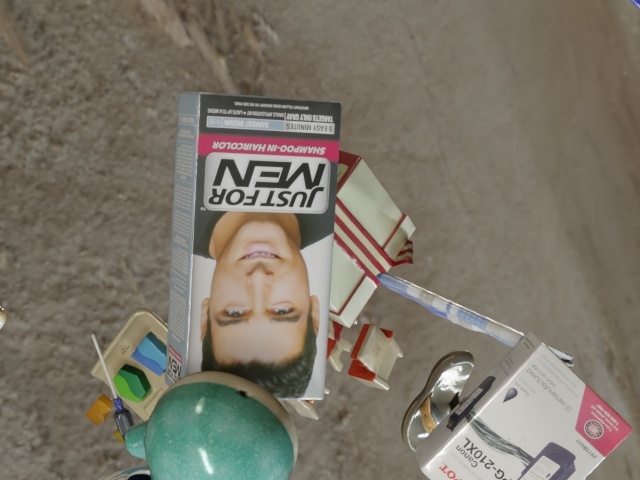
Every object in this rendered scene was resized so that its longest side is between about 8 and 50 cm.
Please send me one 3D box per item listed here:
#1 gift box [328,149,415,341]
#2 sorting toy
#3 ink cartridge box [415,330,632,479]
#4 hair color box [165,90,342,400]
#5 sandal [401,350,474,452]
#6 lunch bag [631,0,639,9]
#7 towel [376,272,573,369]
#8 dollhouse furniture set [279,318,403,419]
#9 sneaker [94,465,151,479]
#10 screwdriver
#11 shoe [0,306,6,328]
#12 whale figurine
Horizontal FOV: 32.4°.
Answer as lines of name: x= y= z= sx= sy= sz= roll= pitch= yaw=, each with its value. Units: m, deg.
gift box: x=0.000 y=0.000 z=1.921 sx=0.255 sy=0.276 sz=0.258 roll=-52 pitch=138 yaw=-11
sorting toy: x=-0.293 y=0.275 z=1.902 sx=0.229 sy=0.307 sz=0.041 roll=40 pitch=38 yaw=0
ink cartridge box: x=0.269 y=0.271 z=1.491 sx=0.172 sy=0.237 sz=0.100 roll=43 pitch=5 yaw=-3
hair color box: x=-0.086 y=0.008 z=1.379 sx=0.113 sy=0.185 sz=0.375 roll=-159 pitch=-108 yaw=-68
sandal: x=0.199 y=0.274 z=1.799 sx=0.090 sy=0.219 sz=0.060 roll=3 pitch=37 yaw=-34
lunch bag: x=0.347 y=-0.320 z=1.001 sx=0.293 sy=0.221 sz=0.138 roll=44 pitch=-6 yaw=13
towel: x=0.242 y=0.128 z=1.710 sx=0.209 sy=0.285 sz=0.034 roll=26 pitch=89 yaw=-59
dollhouse furniture set: x=0.010 y=0.186 z=2.036 sx=0.135 sy=0.259 sz=0.262 roll=48 pitch=59 yaw=-48
sneaker: x=-0.377 y=0.456 z=1.940 sx=0.237 sy=0.086 sz=0.085 roll=-18 pitch=81 yaw=-41
screwdriver: x=-0.285 y=0.205 z=1.512 sx=0.025 sy=0.024 sz=0.170 roll=-127 pitch=-160 yaw=-67
shoe: x=-0.490 y=0.116 z=1.338 sx=0.076 sy=0.219 sz=0.058 roll=82 pitch=2 yaw=-62
whale figurine: x=-0.137 y=0.283 z=1.271 sx=0.216 sy=0.272 sz=0.141 roll=27 pitch=30 yaw=1
